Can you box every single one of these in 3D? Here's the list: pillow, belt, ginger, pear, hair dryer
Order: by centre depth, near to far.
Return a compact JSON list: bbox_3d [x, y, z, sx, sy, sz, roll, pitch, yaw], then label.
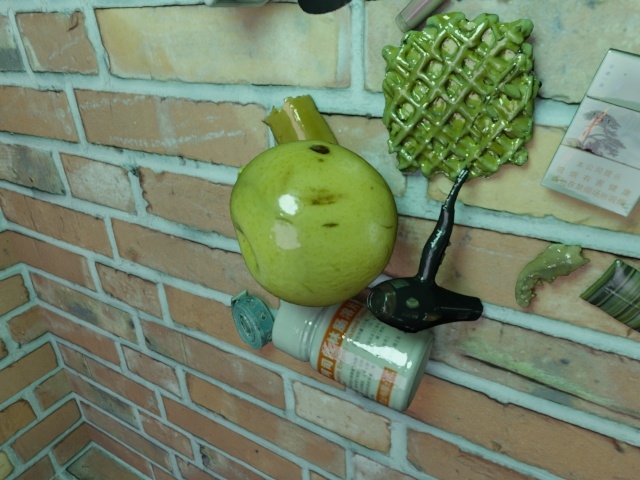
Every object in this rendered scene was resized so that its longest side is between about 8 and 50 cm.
[{"bbox_3d":[0.615,0.128,0.815,0.203,0.038,0.113,33,128,15],"label":"pillow"},{"bbox_3d":[0.453,0.065,0.882,0.069,0.051,0.173,45,135,11],"label":"ginger"},{"bbox_3d":[0.265,0.028,0.888,0.120,0.303,0.359,41,119,57],"label":"hair dryer"},{"bbox_3d":[-0.014,-0.034,0.890,0.348,0.348,0.348,15,122,25],"label":"pear"},{"bbox_3d":[-0.208,0.257,1.380,0.147,0.082,0.163,26,130,32],"label":"belt"}]

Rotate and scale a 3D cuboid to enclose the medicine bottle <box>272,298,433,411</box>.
[{"bbox_3d":[0.080,0.261,1.115,0.371,0.211,0.211,20,124,22],"label":"medicine bottle"}]

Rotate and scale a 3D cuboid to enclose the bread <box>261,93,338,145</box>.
[{"bbox_3d":[-0.045,-0.239,1.006,0.134,0.085,0.173,-27,98,39],"label":"bread"}]

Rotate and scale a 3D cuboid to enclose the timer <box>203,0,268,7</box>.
[{"bbox_3d":[-0.157,-0.586,0.820,0.194,0.192,0.195,-25,100,39],"label":"timer"}]

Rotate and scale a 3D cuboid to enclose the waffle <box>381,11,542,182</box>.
[{"bbox_3d":[0.249,-0.253,0.819,0.297,0.073,0.317,5,119,31],"label":"waffle"}]

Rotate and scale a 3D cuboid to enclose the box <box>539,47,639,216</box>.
[{"bbox_3d":[0.489,-0.174,0.714,0.149,0.067,0.233,25,125,19],"label":"box"}]

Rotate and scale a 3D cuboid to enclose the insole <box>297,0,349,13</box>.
[{"bbox_3d":[0.075,-0.538,0.820,0.322,0.007,0.109,-22,104,38],"label":"insole"}]

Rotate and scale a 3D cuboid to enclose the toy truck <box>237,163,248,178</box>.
[{"bbox_3d":[-0.132,-0.077,1.127,0.157,0.124,0.272,11,122,34],"label":"toy truck"}]

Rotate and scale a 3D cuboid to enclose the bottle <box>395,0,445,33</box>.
[{"bbox_3d":[0.183,-0.422,0.790,0.096,0.045,0.045,-35,94,41],"label":"bottle"}]
